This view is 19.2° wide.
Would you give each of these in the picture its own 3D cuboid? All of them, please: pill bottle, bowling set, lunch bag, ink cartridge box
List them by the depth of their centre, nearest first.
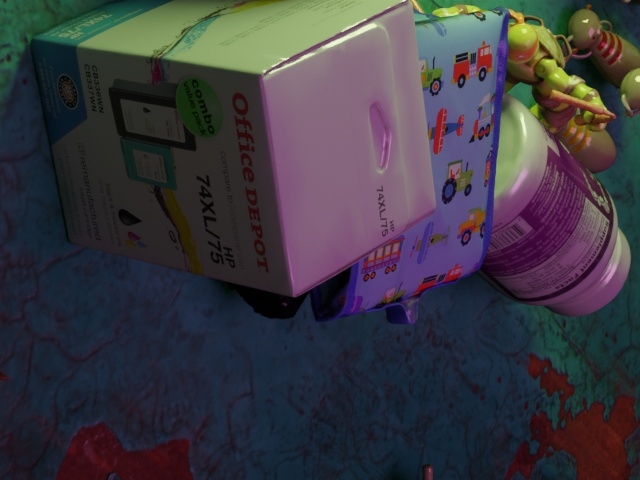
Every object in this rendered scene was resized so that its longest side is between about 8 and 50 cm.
[{"bbox_3d":[-0.071,-0.097,1.606,0.197,0.270,0.198,-30,121,-42],"label":"ink cartridge box"},{"bbox_3d":[0.076,-0.063,1.792,0.221,0.138,0.293,-18,107,-48],"label":"lunch bag"},{"bbox_3d":[0.221,-0.030,2.057,0.301,0.169,0.169,38,70,-49],"label":"pill bottle"},{"bbox_3d":[0.388,-0.217,2.197,0.154,0.200,0.287,30,72,-48],"label":"bowling set"}]

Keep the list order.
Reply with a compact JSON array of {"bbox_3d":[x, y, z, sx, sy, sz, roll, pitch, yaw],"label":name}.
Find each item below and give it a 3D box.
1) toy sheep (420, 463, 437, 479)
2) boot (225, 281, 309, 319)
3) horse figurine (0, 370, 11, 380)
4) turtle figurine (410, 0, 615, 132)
[{"bbox_3d":[0.117,0.308,2.083,0.091,0.091,0.132,-28,120,-43],"label":"toy sheep"},{"bbox_3d":[0.000,0.000,1.853,0.246,0.094,0.207,52,56,-36],"label":"boot"},{"bbox_3d":[-0.358,0.073,1.468,0.263,0.066,0.174,-3,108,-48],"label":"horse figurine"},{"bbox_3d":[0.207,-0.196,1.992,0.087,0.269,0.217,-58,166,-3],"label":"turtle figurine"}]
